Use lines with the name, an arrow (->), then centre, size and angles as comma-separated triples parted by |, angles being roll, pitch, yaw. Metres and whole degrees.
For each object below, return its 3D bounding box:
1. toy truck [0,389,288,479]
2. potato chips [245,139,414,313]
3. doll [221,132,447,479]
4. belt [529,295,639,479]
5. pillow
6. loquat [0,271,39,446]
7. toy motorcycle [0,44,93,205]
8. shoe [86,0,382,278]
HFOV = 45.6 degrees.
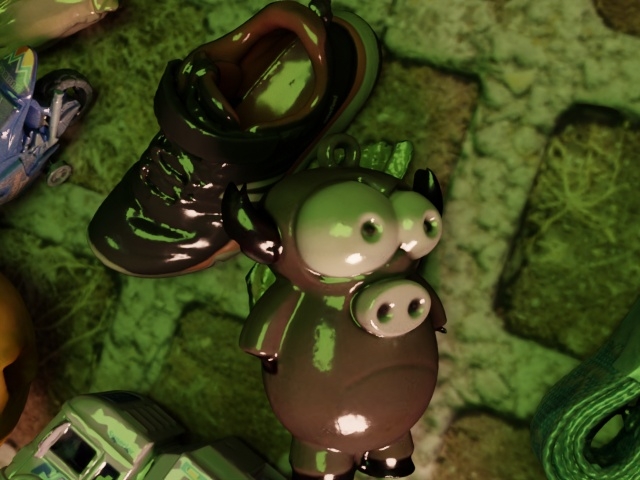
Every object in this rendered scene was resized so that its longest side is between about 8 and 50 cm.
toy truck -> -0.109, 0.223, 0.595 | 0.268, 0.124, 0.155 | 37, 89, 12
potato chips -> 0.000, 0.000, 0.624 | 0.092, 0.028, 0.207 | 25, 97, 9
doll -> 0.018, 0.052, 0.555 | 0.117, 0.182, 0.257 | 18, 110, 56
belt -> 0.252, 0.051, 0.535 | 0.087, 0.072, 0.302 | 33, 95, 12
pillow -> -0.320, -0.214, 0.701 | 0.270, 0.067, 0.173 | -27, 75, 11
loquat -> -0.353, 0.101, 0.628 | 0.239, 0.193, 0.238 | 0, 108, 1
toy motorcycle -> -0.283, -0.074, 0.658 | 0.076, 0.114, 0.205 | 44, 98, 13
shoe -> -0.076, -0.075, 0.593 | 0.291, 0.137, 0.114 | -45, 77, 9
